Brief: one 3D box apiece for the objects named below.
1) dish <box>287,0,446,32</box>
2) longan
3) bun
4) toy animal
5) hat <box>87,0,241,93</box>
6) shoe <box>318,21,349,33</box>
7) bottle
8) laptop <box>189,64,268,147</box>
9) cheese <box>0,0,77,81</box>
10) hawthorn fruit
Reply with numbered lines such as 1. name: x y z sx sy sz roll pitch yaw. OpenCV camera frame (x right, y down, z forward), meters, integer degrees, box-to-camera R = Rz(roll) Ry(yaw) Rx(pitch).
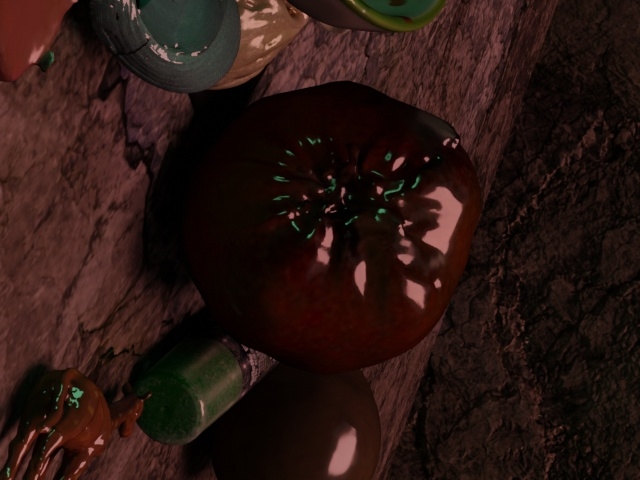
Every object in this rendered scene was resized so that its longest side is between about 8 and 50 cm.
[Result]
1. dish: -0.014 -0.314 1.198 0.324 0.124 0.324 25 60 -52
2. longan: -0.027 0.233 1.808 0.248 0.248 0.248 20 90 -75
3. bun: -0.064 -0.208 1.281 0.183 0.102 0.183 -50 153 -39
4. toy animal: -0.218 0.178 1.345 0.224 0.066 0.230 93 17 -48
5. hat: -0.135 -0.199 1.133 0.138 0.078 0.191 -65 146 -28
6. shoe: 0.028 -0.307 1.530 0.265 0.095 0.110 69 44 -72
7. bottle: -0.101 0.125 1.639 0.330 0.093 0.093 -38 146 -63
8. laptop: -0.088 -0.178 1.434 0.135 0.016 0.197 -63 164 -19
9. cheese: -0.186 -0.220 0.806 0.203 0.128 0.177 -62 164 -22
10. hawthorn fruit: 0.010 -0.004 1.477 0.308 0.308 0.325 -65 160 -16
